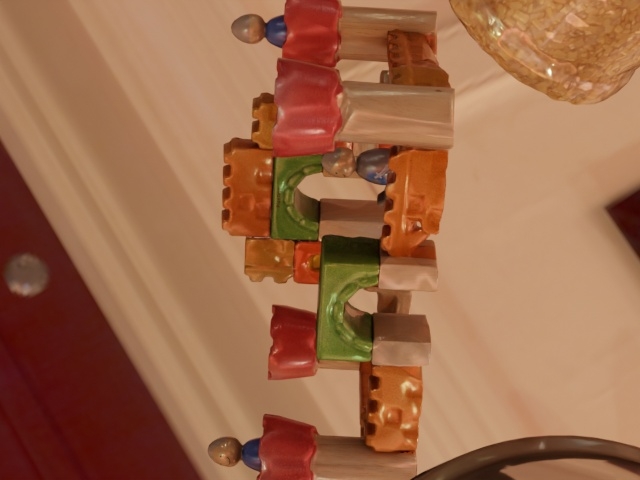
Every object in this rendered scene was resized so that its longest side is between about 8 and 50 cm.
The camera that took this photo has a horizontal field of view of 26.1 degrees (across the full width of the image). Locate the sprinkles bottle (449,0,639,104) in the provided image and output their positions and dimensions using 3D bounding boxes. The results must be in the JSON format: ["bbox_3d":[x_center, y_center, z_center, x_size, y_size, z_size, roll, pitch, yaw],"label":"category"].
[{"bbox_3d":[0.196,-0.198,0.544,0.121,0.121,0.355,-21,165,-46],"label":"sprinkles bottle"}]

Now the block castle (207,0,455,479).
[{"bbox_3d":[0.000,0.000,1.361,0.213,0.453,0.303,3,-152,-1],"label":"block castle"}]

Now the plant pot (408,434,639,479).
[{"bbox_3d":[0.154,0.248,0.708,0.323,0.323,0.280,-30,169,-12],"label":"plant pot"}]

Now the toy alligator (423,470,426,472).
[{"bbox_3d":[0.144,0.281,1.440,0.190,0.051,0.056,-3,-123,58],"label":"toy alligator"}]
